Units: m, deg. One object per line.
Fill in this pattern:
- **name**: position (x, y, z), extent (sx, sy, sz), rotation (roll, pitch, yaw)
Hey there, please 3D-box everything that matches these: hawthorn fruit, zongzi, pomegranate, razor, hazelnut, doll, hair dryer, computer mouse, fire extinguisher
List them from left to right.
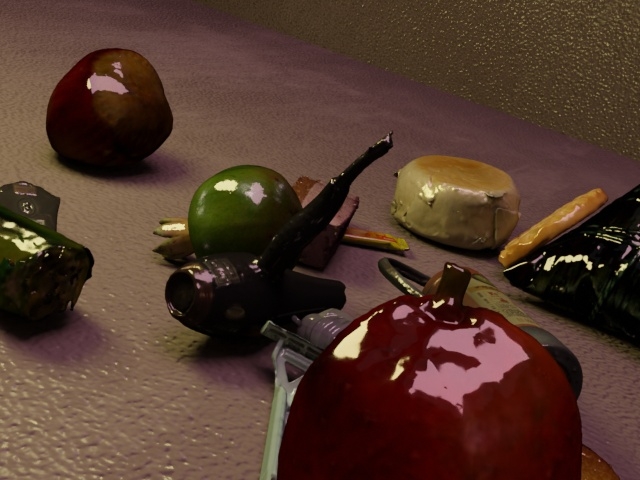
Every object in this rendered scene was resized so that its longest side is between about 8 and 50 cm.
- **computer mouse**: position (-0.416, -0.021, 1.292), extent (0.099, 0.057, 0.172), rotation (7, 34, -26)
- **hazelnut**: position (-0.391, -0.230, 1.658), extent (0.229, 0.230, 0.229), rotation (13, 21, -5)
- **pomegranate**: position (-0.134, -0.015, 1.334), extent (0.225, 0.187, 0.187), rotation (-9, 14, 17)
- **razor**: position (-0.038, 0.194, 1.010), extent (0.111, 0.056, 0.278), rotation (29, 26, -8)
- **hair dryer**: position (0.000, 0.000, 1.147), extent (0.303, 0.359, 0.120), rotation (6, 47, -47)
- **doll**: position (0.043, 0.140, 1.171), extent (0.180, 0.079, 0.094), rotation (24, -9, -4)
- **hawthorn fruit**: position (0.097, 0.172, 0.793), extent (0.265, 0.307, 0.265), rotation (11, 14, -3)
- **fire extinguisher**: position (0.198, 0.096, 1.246), extent (0.200, 0.113, 0.376), rotation (50, 1, -21)
- **zongzi**: position (0.568, 0.067, 1.526), extent (0.383, 0.319, 0.362), rotation (-22, 40, -29)

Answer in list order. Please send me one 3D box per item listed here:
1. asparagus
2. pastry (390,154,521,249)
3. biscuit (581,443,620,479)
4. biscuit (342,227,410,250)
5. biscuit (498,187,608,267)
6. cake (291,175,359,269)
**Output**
- **asparagus**: position (-0.447, -0.007, 1.163), extent (0.382, 0.108, 0.128), rotation (24, 23, 27)
- **pastry**: position (0.260, -0.076, 1.784), extent (0.264, 0.133, 0.265), rotation (12, 21, -5)
- **biscuit**: position (0.275, 0.262, 1.075), extent (0.126, 0.025, 0.206), rotation (-7, 30, -45)
- **biscuit**: position (0.013, -0.014, 1.609), extent (0.291, 0.026, 0.048), rotation (10, 29, -12)
- **biscuit**: position (0.443, -0.034, 1.726), extent (0.040, 0.204, 0.309), rotation (57, 25, 6)
- **cake**: position (-0.007, -0.041, 1.556), extent (0.116, 0.113, 0.295), rotation (25, 21, 2)
